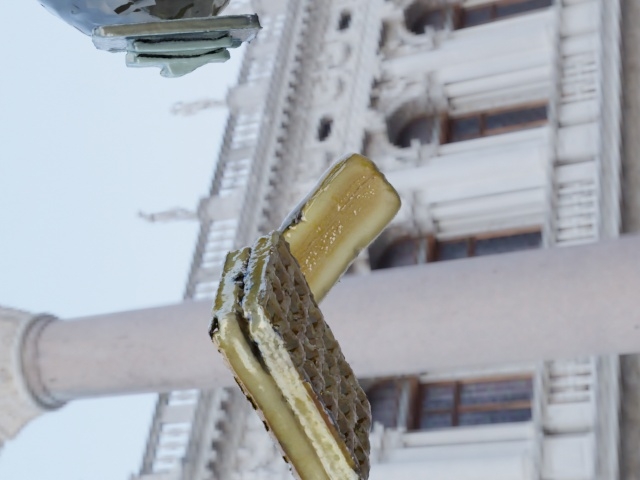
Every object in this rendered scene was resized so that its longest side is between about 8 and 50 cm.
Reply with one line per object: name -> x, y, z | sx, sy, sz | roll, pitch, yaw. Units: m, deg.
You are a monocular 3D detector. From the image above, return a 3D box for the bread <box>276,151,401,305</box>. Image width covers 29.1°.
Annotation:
bread -> 0.000, 0.000, 2.011 | 0.142, 0.305, 0.091 | 42, -177, -6

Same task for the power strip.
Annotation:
power strip -> -0.182, -0.241, 1.568 | 0.198, 0.213, 0.064 | -147, 51, -83

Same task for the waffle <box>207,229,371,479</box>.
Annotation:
waffle -> -0.032, 0.168, 1.575 | 0.308, 0.091, 0.213 | 62, -165, -22

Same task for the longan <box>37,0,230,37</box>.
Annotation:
longan -> -0.294, -0.484, 1.889 | 0.391, 0.391, 0.391 | 31, -125, -59
